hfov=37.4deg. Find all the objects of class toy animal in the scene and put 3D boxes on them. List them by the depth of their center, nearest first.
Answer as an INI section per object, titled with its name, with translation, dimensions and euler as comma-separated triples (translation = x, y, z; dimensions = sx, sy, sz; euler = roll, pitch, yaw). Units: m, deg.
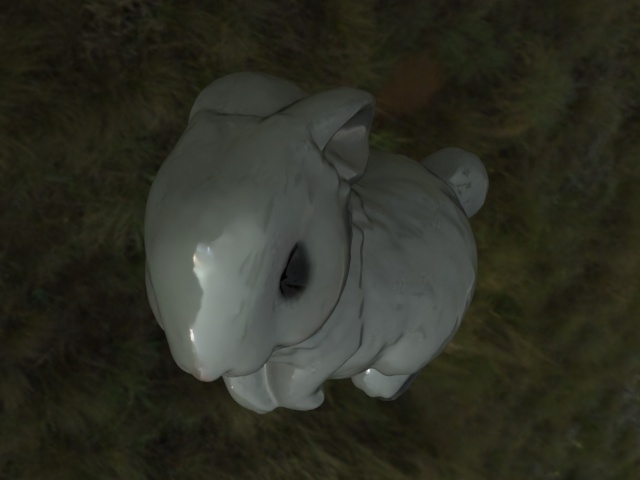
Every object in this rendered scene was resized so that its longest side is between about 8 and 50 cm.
[toy animal]
translation = 0.000, 0.000, 0.650
dimensions = 0.258, 0.194, 0.357
euler = -62, 160, -5
